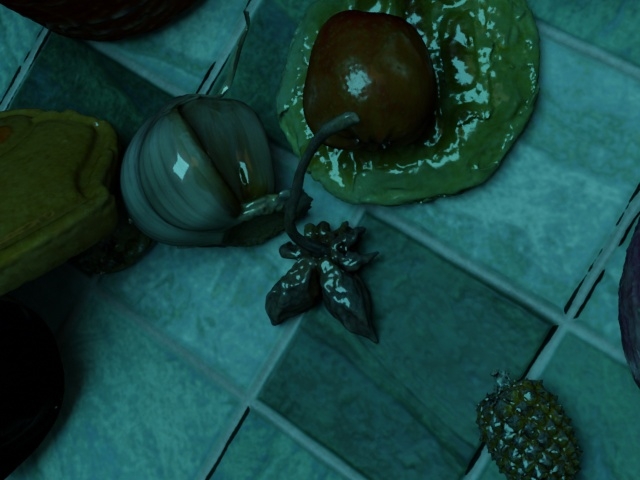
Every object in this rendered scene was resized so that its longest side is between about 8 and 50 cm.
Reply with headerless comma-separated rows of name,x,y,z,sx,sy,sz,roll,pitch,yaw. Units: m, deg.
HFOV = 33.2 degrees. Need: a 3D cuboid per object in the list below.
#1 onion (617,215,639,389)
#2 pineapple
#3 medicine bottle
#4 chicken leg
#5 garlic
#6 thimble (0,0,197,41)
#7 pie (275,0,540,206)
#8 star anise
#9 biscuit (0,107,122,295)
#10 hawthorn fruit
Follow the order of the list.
onion,0.381,0.004,0.931,0.267,0.159,0.349,-14,77,17
pineapple,0.219,0.216,0.999,0.103,0.083,0.221,-32,72,15
medicine bottle,-0.488,0.108,1.236,0.395,0.242,0.242,32,94,34
chicken leg,-0.217,-0.050,1.244,0.085,0.069,0.198,15,79,47
garlic,-0.087,-0.093,1.140,0.207,0.207,0.257,37,97,24
thimble,-0.271,-0.402,1.234,0.350,0.230,0.350,-4,80,23
pie,0.090,-0.173,1.131,0.306,0.071,0.306,-4,81,22
star anise,0.000,0.000,1.059,0.218,0.227,0.148,-44,62,5
biscuit,-0.418,-0.048,1.191,0.455,0.078,0.350,7,43,28
hawthorn fruit,0.050,-0.156,1.039,0.132,0.133,0.138,-9,82,21
